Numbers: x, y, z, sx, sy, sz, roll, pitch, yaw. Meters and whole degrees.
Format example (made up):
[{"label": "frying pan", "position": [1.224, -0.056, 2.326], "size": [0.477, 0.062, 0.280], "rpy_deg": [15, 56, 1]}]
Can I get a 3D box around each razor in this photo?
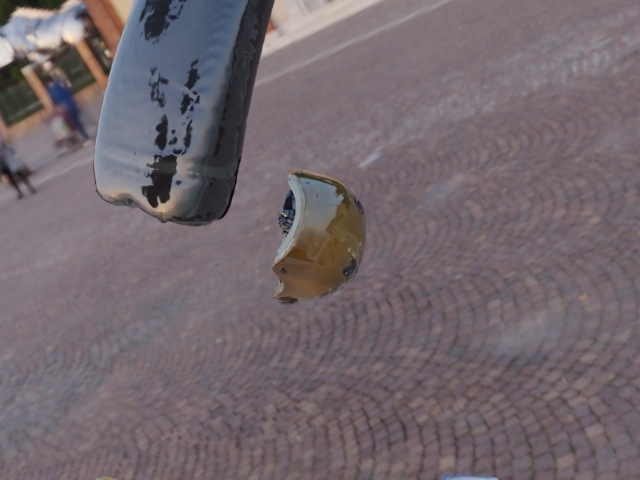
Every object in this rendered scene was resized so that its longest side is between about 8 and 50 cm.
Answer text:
[{"label": "razor", "position": [-0.160, -0.195, 1.118], "size": [0.204, 0.349, 0.113], "rpy_deg": [13, 1, 37]}]

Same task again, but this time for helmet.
[{"label": "helmet", "position": [0.000, 0.000, 1.381], "size": [0.224, 0.130, 0.199], "rpy_deg": [98, -177, -74]}]

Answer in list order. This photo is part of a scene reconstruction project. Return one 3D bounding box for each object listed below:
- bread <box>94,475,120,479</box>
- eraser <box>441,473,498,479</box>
[{"label": "bread", "position": [-0.181, 0.350, 1.094], "size": [0.217, 0.147, 0.098], "rpy_deg": [9, 61, 36]}, {"label": "eraser", "position": [0.172, 0.286, 1.100], "size": [0.063, 0.027, 0.085], "rpy_deg": [1, -15, 9]}]
